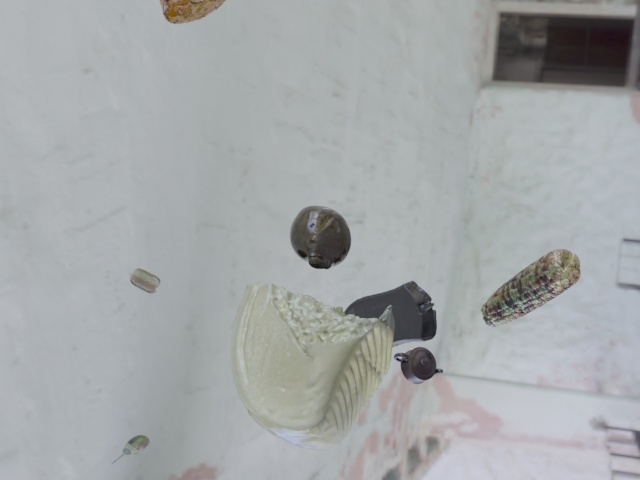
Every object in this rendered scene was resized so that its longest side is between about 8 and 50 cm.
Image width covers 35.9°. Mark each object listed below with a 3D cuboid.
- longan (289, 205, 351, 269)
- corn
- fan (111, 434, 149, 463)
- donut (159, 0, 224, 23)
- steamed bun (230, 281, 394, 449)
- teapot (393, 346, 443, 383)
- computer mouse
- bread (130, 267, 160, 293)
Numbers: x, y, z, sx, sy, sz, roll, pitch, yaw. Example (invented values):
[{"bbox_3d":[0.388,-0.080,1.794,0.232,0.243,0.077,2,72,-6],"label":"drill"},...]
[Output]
[{"bbox_3d":[0.000,0.000,1.626,0.106,0.106,0.119,79,-170,-47],"label":"longan"},{"bbox_3d":[0.425,0.101,2.017,0.253,0.086,0.086,-44,19,44],"label":"corn"},{"bbox_3d":[-0.367,0.399,1.911,0.060,0.080,0.003,-113,-1,-66],"label":"fan"},{"bbox_3d":[-0.171,-0.333,1.316,0.108,0.097,0.043,-12,-113,-47],"label":"donut"},{"bbox_3d":[-0.043,0.204,1.692,0.273,0.272,0.290,-59,-25,-18],"label":"steamed bun"},{"bbox_3d":[0.184,0.231,1.854,0.045,0.100,0.067,-38,34,51],"label":"teapot"},{"bbox_3d":[0.168,0.187,2.347,0.088,0.264,0.147,-11,-97,-55],"label":"computer mouse"},{"bbox_3d":[-0.398,0.090,2.234,0.043,0.062,0.109,-64,19,-4],"label":"bread"}]
